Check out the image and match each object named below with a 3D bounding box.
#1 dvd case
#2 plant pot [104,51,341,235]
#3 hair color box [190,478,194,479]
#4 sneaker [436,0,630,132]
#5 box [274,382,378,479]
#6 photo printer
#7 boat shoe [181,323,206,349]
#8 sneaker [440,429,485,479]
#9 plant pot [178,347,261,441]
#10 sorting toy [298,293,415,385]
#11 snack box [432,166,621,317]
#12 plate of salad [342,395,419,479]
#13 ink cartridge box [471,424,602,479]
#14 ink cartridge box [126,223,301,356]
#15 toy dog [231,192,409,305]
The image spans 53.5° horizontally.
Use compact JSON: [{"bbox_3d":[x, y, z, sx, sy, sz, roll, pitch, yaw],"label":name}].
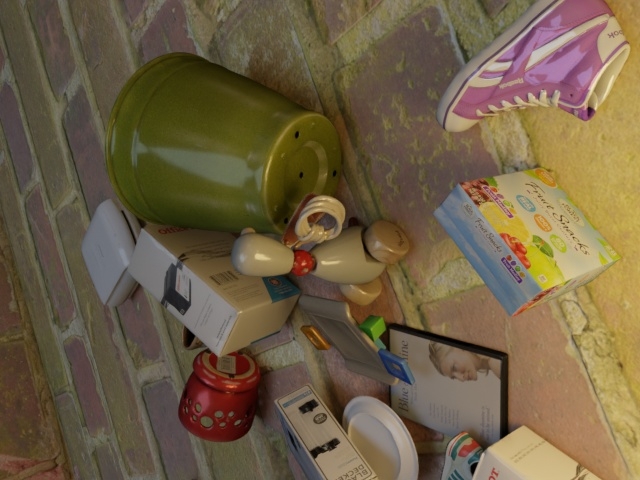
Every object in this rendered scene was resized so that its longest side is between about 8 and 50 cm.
[{"bbox_3d":[0.220,0.258,1.132,0.253,0.022,0.180,9,106,48],"label":"dvd case"},{"bbox_3d":[-0.162,-0.161,1.255,0.353,0.366,0.366,19,114,32],"label":"plant pot"},{"bbox_3d":[-0.310,0.839,1.821,0.339,0.110,0.185,2,101,50],"label":"hair color box"},{"bbox_3d":[0.288,-0.205,0.882,0.282,0.102,0.161,-43,70,45],"label":"sneaker"},{"bbox_3d":[0.017,0.443,1.270,0.290,0.087,0.169,43,151,52],"label":"box"},{"bbox_3d":[-0.646,0.033,2.004,0.307,0.107,0.256,-46,65,45],"label":"photo printer"},{"bbox_3d":[-0.288,0.137,1.616,0.122,0.110,0.341,33,123,40],"label":"boat shoe"},{"bbox_3d":[0.252,0.404,1.085,0.075,0.057,0.161,34,136,46],"label":"sneaker"},{"bbox_3d":[-0.241,0.371,1.569,0.191,0.191,0.174,36,117,38],"label":"plant pot"},{"bbox_3d":[0.059,0.182,1.232,0.196,0.047,0.348,56,156,-20],"label":"sorting toy"},{"bbox_3d":[0.280,-0.007,0.855,0.174,0.207,0.070,57,135,22],"label":"snack box"},{"bbox_3d":[0.118,0.391,1.222,0.200,0.048,0.199,18,115,45],"label":"plate of salad"},{"bbox_3d":[0.358,0.445,0.948,0.273,0.115,0.198,34,123,39],"label":"ink cartridge box"},{"bbox_3d":[-0.234,0.090,1.400,0.307,0.223,0.129,38,115,22],"label":"ink cartridge box"},{"bbox_3d":[0.000,0.000,1.138,0.220,0.334,0.161,-41,48,19],"label":"toy dog"}]
